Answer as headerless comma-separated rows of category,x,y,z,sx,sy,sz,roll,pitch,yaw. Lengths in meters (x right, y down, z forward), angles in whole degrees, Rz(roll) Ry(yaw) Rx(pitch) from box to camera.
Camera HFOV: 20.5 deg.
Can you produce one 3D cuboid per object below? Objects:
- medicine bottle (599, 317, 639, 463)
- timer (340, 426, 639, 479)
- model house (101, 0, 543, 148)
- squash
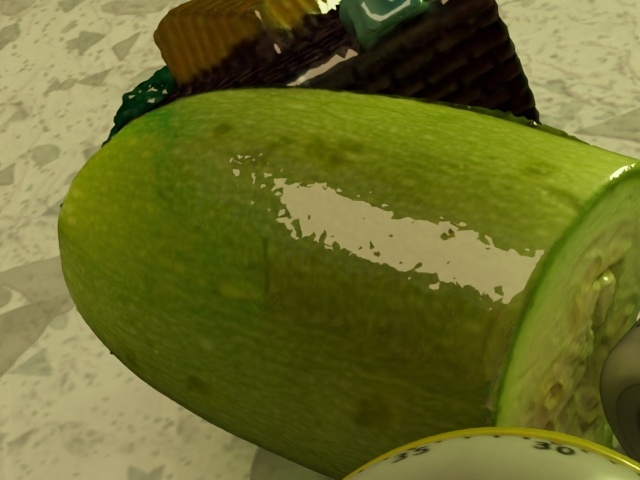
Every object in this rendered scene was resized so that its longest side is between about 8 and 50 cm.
medicine bottle,0.303,0.029,1.021,0.157,0.157,0.289,23,57,42
timer,0.094,0.216,0.878,0.285,0.285,0.285,-14,40,12
model house,-0.023,-0.092,1.166,0.280,0.249,0.230,-31,71,0
squash,0.009,0.028,1.050,0.309,0.233,0.210,19,24,29
